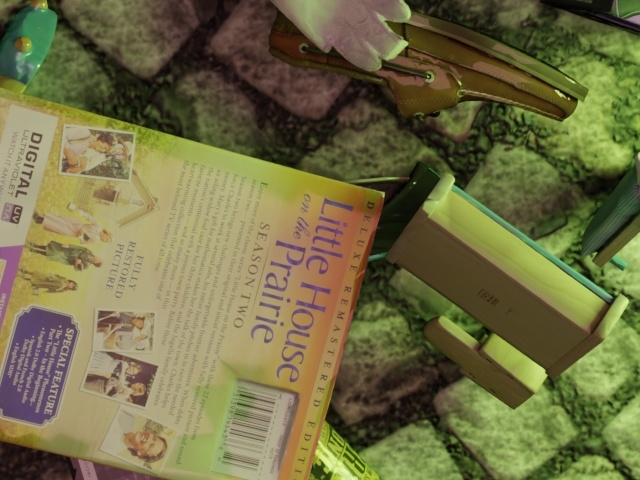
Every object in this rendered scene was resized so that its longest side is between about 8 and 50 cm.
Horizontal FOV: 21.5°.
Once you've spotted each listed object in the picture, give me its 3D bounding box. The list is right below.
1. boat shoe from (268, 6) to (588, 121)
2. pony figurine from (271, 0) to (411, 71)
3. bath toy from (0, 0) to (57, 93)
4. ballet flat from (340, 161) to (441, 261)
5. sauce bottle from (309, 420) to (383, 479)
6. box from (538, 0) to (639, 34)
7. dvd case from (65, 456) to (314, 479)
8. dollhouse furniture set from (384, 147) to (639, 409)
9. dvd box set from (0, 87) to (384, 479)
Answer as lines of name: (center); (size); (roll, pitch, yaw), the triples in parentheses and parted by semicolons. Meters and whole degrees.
boat shoe: (0.101, -0.167, 1.622); (0.307, 0.111, 0.104); (23, 97, 2)
pony figurine: (0.006, -0.362, 1.459); (0.351, 0.303, 0.363); (34, 52, -8)
bath toy: (-0.424, -0.228, 1.544); (0.348, 0.151, 0.129); (32, 132, -10)
ballet flat: (0.000, 0.000, 1.648); (0.280, 0.095, 0.096); (-23, 91, -12)
sauce bottle: (0.014, 0.265, 1.679); (0.111, 0.111, 0.344); (-43, 103, 2)
box: (0.340, -0.326, 1.582); (0.165, 0.143, 0.270); (15, 98, -25)
dvd case: (-0.132, 0.171, 1.578); (0.221, 0.018, 0.164); (-17, 98, -8)
dollhouse furniture set: (0.227, -0.042, 1.621); (0.198, 0.286, 0.303); (37, 67, 2)
dvd box set: (-0.180, 0.047, 1.514); (0.420, 0.062, 0.307); (14, 91, -12)
